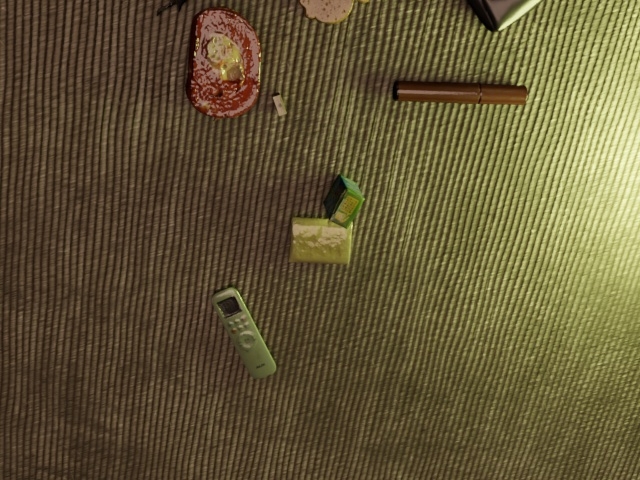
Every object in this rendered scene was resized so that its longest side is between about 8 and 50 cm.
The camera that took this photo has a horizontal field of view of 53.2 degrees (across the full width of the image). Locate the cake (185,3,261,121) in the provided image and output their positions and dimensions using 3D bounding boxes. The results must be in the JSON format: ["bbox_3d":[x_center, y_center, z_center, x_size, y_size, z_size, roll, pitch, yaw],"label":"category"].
[{"bbox_3d":[-0.245,-0.447,1.621,0.176,0.151,0.283,3,108,-17],"label":"cake"}]

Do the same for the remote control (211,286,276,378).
[{"bbox_3d":[-0.227,0.277,1.914,0.090,0.038,0.310,-22,108,4],"label":"remote control"}]

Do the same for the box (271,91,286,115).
[{"bbox_3d":[-0.110,-0.360,1.686,0.024,0.083,0.053,-19,107,-2],"label":"box"}]

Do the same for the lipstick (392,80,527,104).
[{"bbox_3d":[0.373,-0.396,1.716,0.356,0.057,0.057,2,108,-3],"label":"lipstick"}]

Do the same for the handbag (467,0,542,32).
[{"bbox_3d":[0.480,-0.698,1.594,0.285,0.113,0.257,-36,101,16],"label":"handbag"}]

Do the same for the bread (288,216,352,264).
[{"bbox_3d":[0.000,0.000,1.823,0.178,0.060,0.140,5,109,-5],"label":"bread"}]

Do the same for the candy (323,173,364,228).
[{"bbox_3d":[0.060,-0.109,1.719,0.062,0.194,0.097,26,105,-12],"label":"candy"}]

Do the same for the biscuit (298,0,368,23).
[{"bbox_3d":[0.049,-0.649,1.626,0.166,0.036,0.225,35,106,-12],"label":"biscuit"}]

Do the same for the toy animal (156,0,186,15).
[{"bbox_3d":[-0.332,-0.640,1.603,0.202,0.070,0.105,-19,119,-2],"label":"toy animal"}]
